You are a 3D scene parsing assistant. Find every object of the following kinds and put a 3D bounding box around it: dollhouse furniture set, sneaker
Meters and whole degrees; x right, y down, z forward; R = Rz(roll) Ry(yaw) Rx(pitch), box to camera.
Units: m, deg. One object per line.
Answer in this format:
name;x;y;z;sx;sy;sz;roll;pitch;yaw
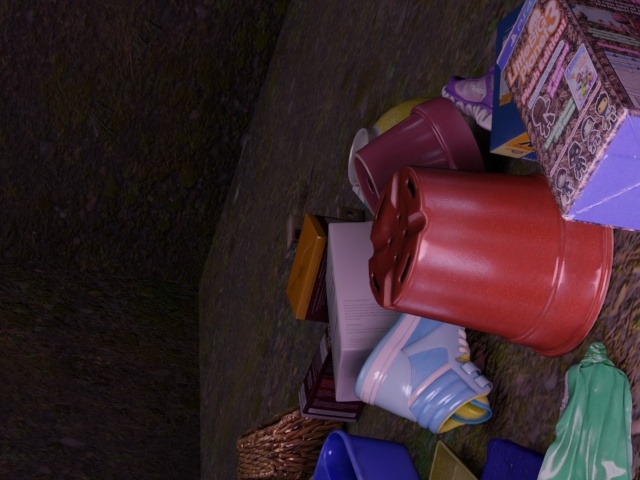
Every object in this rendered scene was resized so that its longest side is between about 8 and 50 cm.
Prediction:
dollhouse furniture set;0.000;0.000;2.337;0.129;0.183;0.129;116;157;-46
sneaker;0.219;0.182;1.627;0.319;0.208;0.127;-50;-20;-28
sneaker;0.286;-0.246;1.665;0.105;0.095;0.236;-70;23;15

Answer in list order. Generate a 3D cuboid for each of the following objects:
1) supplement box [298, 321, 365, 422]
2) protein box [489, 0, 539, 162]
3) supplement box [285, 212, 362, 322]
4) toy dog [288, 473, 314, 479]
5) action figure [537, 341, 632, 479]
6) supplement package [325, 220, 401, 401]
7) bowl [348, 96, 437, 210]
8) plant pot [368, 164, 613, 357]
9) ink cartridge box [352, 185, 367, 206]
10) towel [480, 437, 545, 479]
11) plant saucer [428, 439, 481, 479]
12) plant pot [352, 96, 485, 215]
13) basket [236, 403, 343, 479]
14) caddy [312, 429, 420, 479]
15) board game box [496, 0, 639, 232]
supplement box;0.048;0.279;2.123;0.073;0.130;0.239;-99;25;-49
protein box;0.339;-0.227;1.364;0.200;0.135;0.201;149;128;-69
supplement box;0.050;0.067;2.108;0.129;0.194;0.191;-116;38;-64
toy dog;-0.016;0.604;2.116;0.220;0.160;0.334;-159;78;-74
action figure;0.332;0.235;1.223;0.063;0.137;0.232;105;177;-69
supplement package;0.108;0.128;1.855;0.175;0.177;0.293;94;174;-50
bowl;0.145;-0.151;1.968;0.289;0.156;0.290;-172;90;-74
plant pot;0.222;0.014;1.410;0.272;0.265;0.273;-171;90;-75
ink cartridge box;0.120;-0.140;2.218;0.180;0.060;0.104;-123;43;-67
towel;0.282;0.438;1.347;0.227;0.076;0.308;-172;91;-67
plant saucer;0.220;0.439;1.590;0.188;0.045;0.189;-142;61;-72
plant pot;0.161;-0.123;1.716;0.201;0.180;0.201;158;90;-83
basket;-0.084;0.454;2.334;0.299;0.213;0.223;140;135;-66
caddy;0.067;0.504;1.851;0.341;0.179;0.241;-116;37;-63
board game box;0.355;-0.152;1.097;0.291;0.232;0.141;-98;22;-47
